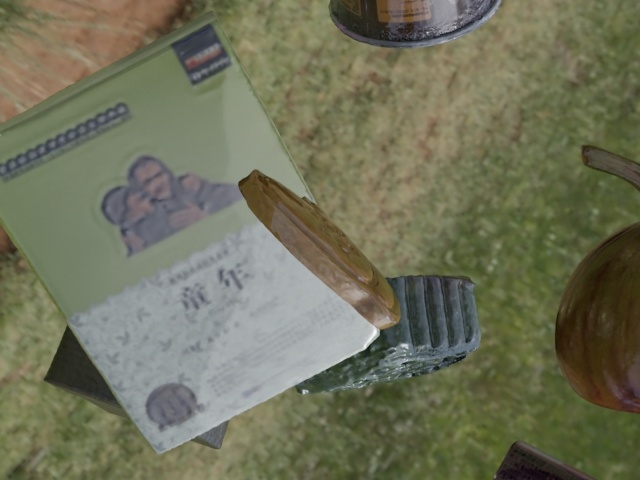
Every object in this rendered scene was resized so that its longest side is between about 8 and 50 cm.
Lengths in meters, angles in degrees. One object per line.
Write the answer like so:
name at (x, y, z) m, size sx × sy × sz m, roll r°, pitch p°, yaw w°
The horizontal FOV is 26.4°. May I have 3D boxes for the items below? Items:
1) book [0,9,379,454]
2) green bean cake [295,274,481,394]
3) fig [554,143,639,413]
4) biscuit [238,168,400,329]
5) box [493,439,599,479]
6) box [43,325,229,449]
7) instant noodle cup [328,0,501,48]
book at (-0.114, 0.010, 1.163) m, size 0.239 × 0.035 × 0.352 m, roll -28°, pitch 121°, yaw -1°
green bean cake at (0.066, 0.104, 1.476) m, size 0.173 × 0.181 × 0.094 m, roll 1°, pitch 71°, yaw -49°
fig at (0.282, 0.036, 1.097) m, size 0.175 × 0.175 × 0.207 m, roll -1°, pitch 100°, yaw -52°
biscuit at (0.001, -0.001, 0.925) m, size 0.140 × 0.118 × 0.023 m, roll 40°, pitch 102°, yaw -22°
box at (0.296, 0.290, 1.411) m, size 0.069 × 0.224 × 0.120 m, roll -59°, pitch 147°, yaw -8°
box at (-0.218, 0.166, 1.784) m, size 0.273 × 0.184 × 0.143 m, roll 54°, pitch 54°, yaw -71°
instant noodle cup at (0.101, -0.367, 1.603) m, size 0.217 × 0.217 × 0.207 m, roll -38°, pitch 138°, yaw -27°
